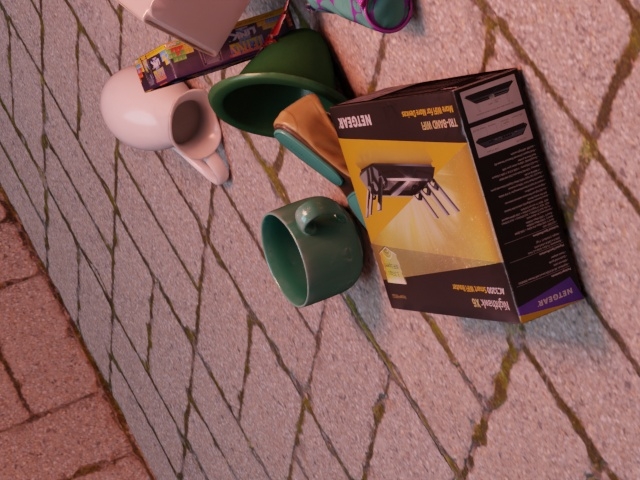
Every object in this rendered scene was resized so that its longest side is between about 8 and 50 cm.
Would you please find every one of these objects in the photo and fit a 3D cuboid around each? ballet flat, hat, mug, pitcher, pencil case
[{"bbox_3d":[0.048,-0.077,1.980,0.232,0.073,0.080,45,162,-11],"label":"ballet flat"},{"bbox_3d":[-0.030,-0.241,2.060,0.208,0.173,0.184,-18,58,50],"label":"hat"},{"bbox_3d":[0.001,0.009,2.151,0.157,0.097,0.129,-7,102,68],"label":"mug"},{"bbox_3d":[-0.225,-0.168,2.534,0.207,0.125,0.178,23,147,47],"label":"pitcher"},{"bbox_3d":[0.038,-0.266,1.851,0.151,0.070,0.064,29,104,57],"label":"pencil case"}]

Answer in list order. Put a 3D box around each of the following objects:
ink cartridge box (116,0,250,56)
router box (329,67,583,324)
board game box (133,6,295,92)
[{"bbox_3d":[-0.176,-0.374,2.062,0.211,0.121,0.289,-58,40,9],"label":"ink cartridge box"},{"bbox_3d":[0.135,-0.045,1.800,0.309,0.081,0.243,1,110,68],"label":"router box"},{"bbox_3d":[-0.132,-0.238,2.149,0.141,0.170,0.048,-5,104,69],"label":"board game box"}]
